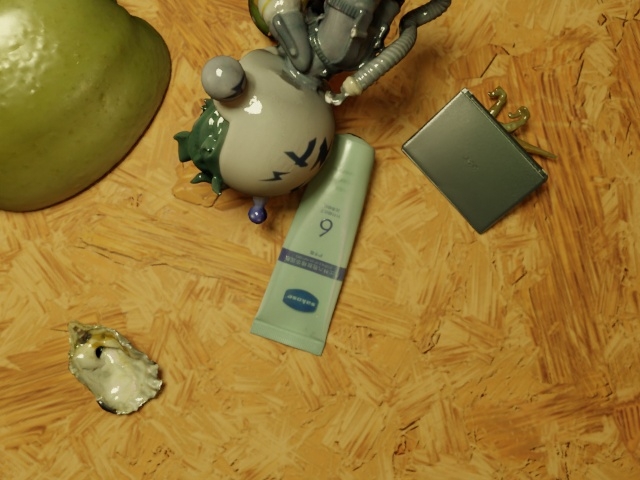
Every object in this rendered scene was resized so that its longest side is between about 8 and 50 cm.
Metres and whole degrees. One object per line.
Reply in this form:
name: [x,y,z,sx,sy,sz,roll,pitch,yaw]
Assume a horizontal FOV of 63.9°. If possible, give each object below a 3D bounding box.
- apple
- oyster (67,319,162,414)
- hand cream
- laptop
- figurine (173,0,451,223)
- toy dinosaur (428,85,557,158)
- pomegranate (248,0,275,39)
apple: [-0.427,-0.257,0.731,0.360,0.311,0.320,-39,132,-3]
oyster: [-0.293,0.181,0.716,0.146,0.045,0.121,10,81,-8]
hand cream: [0.000,0.000,0.747,0.110,0.067,0.320,19,92,-1]
laptop: [0.224,-0.115,0.755,0.129,0.016,0.180,-42,87,17]
figurine: [-0.035,-0.206,0.639,0.186,0.261,0.381,49,117,28]
toy dinosaur: [0.256,-0.153,0.770,0.126,0.039,0.162,-36,90,6]
pomegranate: [-0.044,-0.322,0.745,0.115,0.114,0.142,-18,115,-3]
